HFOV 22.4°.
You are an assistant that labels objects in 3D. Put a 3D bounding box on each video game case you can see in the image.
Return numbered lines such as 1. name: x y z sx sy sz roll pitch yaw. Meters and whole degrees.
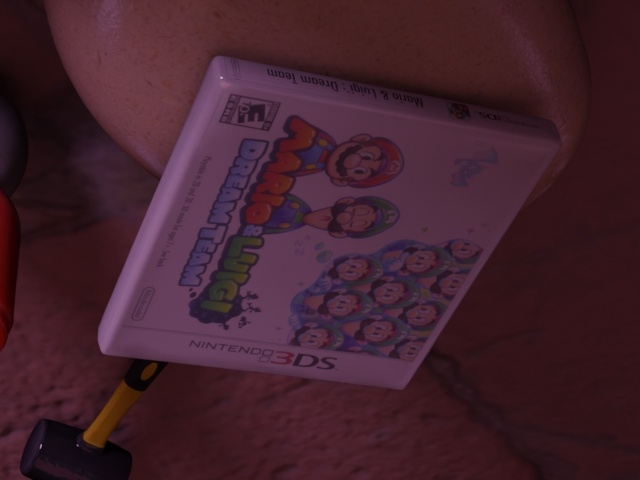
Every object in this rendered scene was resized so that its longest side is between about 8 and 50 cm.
1. video game case: 0.000 0.000 0.653 0.143 0.019 0.157 9 133 -21

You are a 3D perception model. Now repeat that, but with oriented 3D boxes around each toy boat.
1. toy boat: -0.059 -0.070 0.690 0.318 0.148 0.267 -28 135 17

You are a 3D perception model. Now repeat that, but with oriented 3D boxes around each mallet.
1. mallet: -0.116 0.082 0.916 0.062 0.039 0.190 18 129 -14
